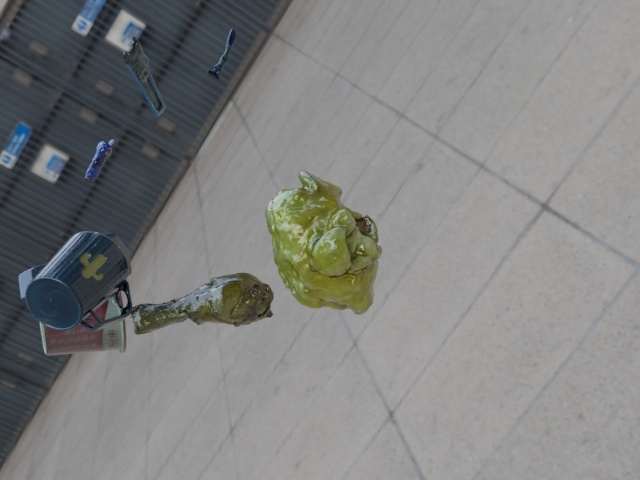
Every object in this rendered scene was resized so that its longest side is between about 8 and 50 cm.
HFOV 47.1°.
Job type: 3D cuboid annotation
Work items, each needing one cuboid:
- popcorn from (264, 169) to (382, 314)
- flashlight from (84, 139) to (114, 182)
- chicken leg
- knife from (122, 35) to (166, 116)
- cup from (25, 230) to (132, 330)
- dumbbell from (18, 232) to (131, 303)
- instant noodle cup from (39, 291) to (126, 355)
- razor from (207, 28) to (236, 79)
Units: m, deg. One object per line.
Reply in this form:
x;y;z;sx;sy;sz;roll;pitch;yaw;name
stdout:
-0.007;0.011;1.786;0.334;0.292;0.293;35;97;35;popcorn
-0.535;-0.192;1.781;0.057;0.035;0.121;-2;58;31;flashlight
-0.342;0.191;2.074;0.201;0.429;0.152;127;131;-79;chicken leg
-0.339;-0.311;1.439;0.044;0.026;0.296;-57;-7;-11;knife
-0.422;0.090;1.315;0.131;0.176;0.155;-38;11;28;cup
-0.724;0.100;2.172;0.325;0.144;0.160;-23;63;14;dumbbell
-0.570;0.166;1.738;0.235;0.178;0.235;172;90;-67;instant noodle cup
-0.267;-0.529;2.071;0.028;0.044;0.154;13;77;48;razor
